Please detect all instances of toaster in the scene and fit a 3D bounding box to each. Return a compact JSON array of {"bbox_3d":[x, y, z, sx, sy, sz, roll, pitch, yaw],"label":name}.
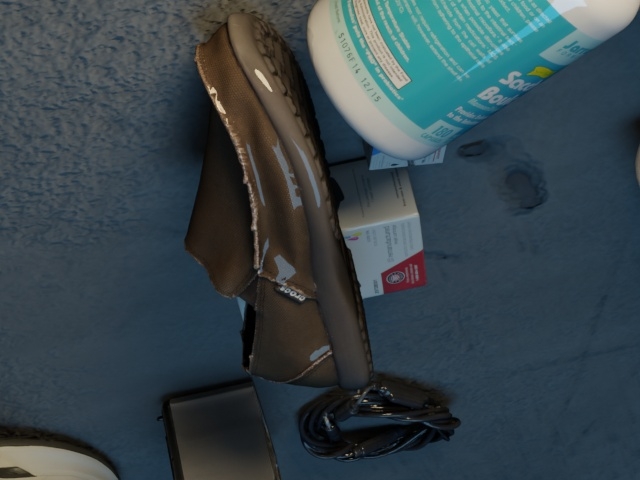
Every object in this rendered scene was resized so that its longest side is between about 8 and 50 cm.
[{"bbox_3d":[-0.098,0.255,1.859,0.110,0.185,0.168,-14,140,-2],"label":"toaster"}]

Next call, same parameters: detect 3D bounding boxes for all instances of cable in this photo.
[{"bbox_3d":[0.067,0.211,1.954,0.184,0.047,0.150,18,137,-40],"label":"cable"}]

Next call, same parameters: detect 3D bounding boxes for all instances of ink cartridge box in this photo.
[{"bbox_3d":[0.000,0.000,1.573,0.175,0.072,0.127,-13,148,0],"label":"ink cartridge box"},{"bbox_3d":[0.082,-0.088,1.505,0.083,0.028,0.048,-7,148,-10],"label":"ink cartridge box"}]

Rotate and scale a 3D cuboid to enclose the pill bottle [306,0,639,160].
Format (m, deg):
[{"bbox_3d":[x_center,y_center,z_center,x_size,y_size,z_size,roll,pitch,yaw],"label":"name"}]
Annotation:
[{"bbox_3d":[0.128,-0.179,1.267,0.264,0.146,0.146,-33,143,30],"label":"pill bottle"}]

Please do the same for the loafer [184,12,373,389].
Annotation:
[{"bbox_3d":[-0.049,-0.009,1.410,0.130,0.134,0.366,-13,125,3],"label":"loafer"}]

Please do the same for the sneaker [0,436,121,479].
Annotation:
[{"bbox_3d":[-0.346,0.335,1.784,0.169,0.257,0.447,-28,152,23],"label":"sneaker"}]

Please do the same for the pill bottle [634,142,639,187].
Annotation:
[{"bbox_3d":[0.371,-0.028,1.615,0.121,0.121,0.221,-21,147,14],"label":"pill bottle"}]
